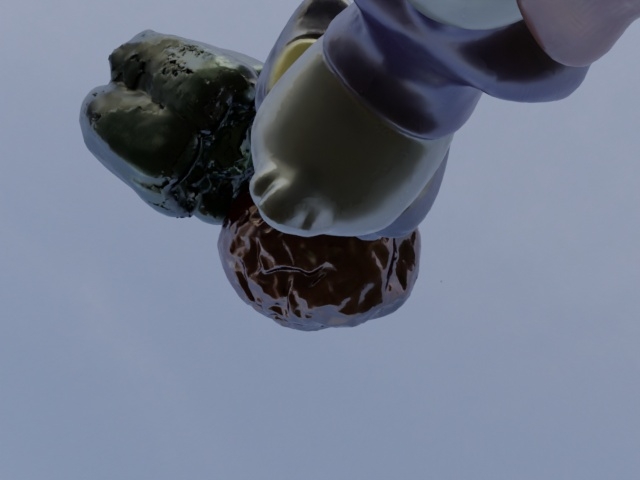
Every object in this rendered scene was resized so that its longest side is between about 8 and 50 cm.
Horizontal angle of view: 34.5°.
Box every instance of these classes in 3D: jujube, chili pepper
[{"bbox_3d":[0.000,0.000,1.228,0.232,0.213,0.213,3,-92,34],"label":"jujube"},{"bbox_3d":[-0.166,-0.153,1.335,0.257,0.248,0.233,35,-87,31],"label":"chili pepper"}]

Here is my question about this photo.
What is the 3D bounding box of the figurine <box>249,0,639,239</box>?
[{"bbox_3d":[0.039,-0.096,0.472,0.154,0.421,0.193,41,-112,1],"label":"figurine"}]
